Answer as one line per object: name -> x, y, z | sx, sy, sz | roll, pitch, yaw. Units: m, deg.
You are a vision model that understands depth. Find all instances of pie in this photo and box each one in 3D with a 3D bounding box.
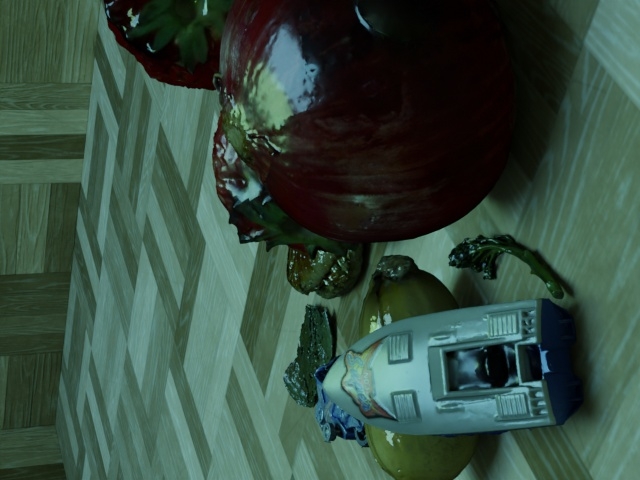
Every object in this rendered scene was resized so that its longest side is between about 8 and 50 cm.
pie -> 0.000, 0.000, 1.822 | 0.193, 0.079, 0.163 | 127, 140, -58

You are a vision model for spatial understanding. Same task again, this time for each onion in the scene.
onion -> 0.043, -0.175, 1.349 | 0.341, 0.341, 0.341 | 178, 90, -69

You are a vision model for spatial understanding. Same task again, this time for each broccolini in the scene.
broccolini -> 0.199, 0.022, 1.357 | 0.194, 0.054, 0.052 | 17, 90, 66

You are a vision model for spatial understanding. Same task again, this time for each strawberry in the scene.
strawberry -> -0.012, -0.137, 1.637 | 0.250, 0.239, 0.288 | -23, 59, 36
strawberry -> -0.184, -0.368, 2.005 | 0.310, 0.292, 0.291 | -99, 13, -73

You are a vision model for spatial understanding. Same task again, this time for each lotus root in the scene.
lotus root -> 0.113, 0.165, 1.466 | 0.146, 0.131, 0.303 | 146, 120, -83

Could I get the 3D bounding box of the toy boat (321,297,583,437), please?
toy boat -> 0.117, 0.139, 1.334 | 0.295, 0.088, 0.129 | -11, 80, 39

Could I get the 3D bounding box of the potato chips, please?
potato chips -> -0.016, 0.168, 1.954 | 0.209, 0.026, 0.142 | 128, 138, -59

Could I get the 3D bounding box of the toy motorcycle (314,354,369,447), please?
toy motorcycle -> 0.040, 0.215, 1.755 | 0.205, 0.076, 0.114 | -179, 94, -68
